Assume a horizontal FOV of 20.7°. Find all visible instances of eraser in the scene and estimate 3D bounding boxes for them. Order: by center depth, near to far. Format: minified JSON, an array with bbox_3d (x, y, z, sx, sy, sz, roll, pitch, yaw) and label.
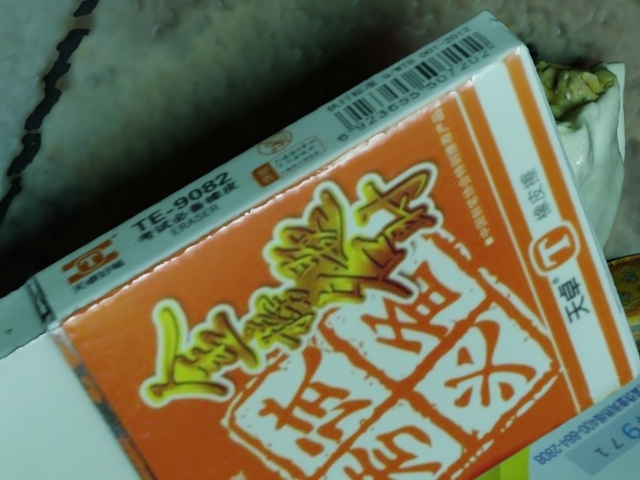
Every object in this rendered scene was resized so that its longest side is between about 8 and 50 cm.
[{"bbox_3d":[-0.009,0.044,0.600,0.230,0.038,0.157,-31,127,-6],"label":"eraser"}]

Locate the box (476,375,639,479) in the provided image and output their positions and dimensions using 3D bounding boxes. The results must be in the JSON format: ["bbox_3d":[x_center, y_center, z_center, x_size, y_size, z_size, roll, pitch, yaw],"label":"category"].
[{"bbox_3d":[0.174,0.129,0.727,0.265,0.097,0.168,-30,127,-21],"label":"box"}]

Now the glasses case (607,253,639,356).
[{"bbox_3d":[0.140,0.113,0.798,0.075,0.049,0.218,-12,120,-23],"label":"glasses case"}]

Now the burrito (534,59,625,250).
[{"bbox_3d":[0.023,0.104,0.719,0.117,0.076,0.392,-3,122,-53],"label":"burrito"}]
